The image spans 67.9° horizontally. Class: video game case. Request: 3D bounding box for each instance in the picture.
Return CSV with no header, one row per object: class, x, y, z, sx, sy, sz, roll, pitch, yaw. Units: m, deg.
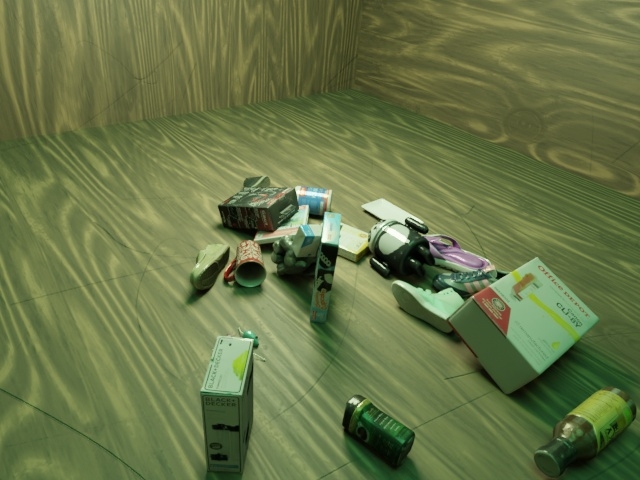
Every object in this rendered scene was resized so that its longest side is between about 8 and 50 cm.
video game case,-0.157,-0.070,1.994,0.204,0.025,0.285,-8,26,7

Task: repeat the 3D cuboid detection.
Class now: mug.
mug,-0.279,0.078,1.744,0.151,0.113,0.169,0,30,-11

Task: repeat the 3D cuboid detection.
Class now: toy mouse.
toy mouse,-0.249,0.307,1.461,0.161,0.031,0.143,1,33,-7

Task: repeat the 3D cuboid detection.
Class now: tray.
tray,0.329,-0.112,2.194,0.145,0.030,0.270,-20,40,-35

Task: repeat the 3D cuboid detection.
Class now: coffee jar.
coffee jar,0.141,0.474,1.199,0.185,0.096,0.079,28,36,30

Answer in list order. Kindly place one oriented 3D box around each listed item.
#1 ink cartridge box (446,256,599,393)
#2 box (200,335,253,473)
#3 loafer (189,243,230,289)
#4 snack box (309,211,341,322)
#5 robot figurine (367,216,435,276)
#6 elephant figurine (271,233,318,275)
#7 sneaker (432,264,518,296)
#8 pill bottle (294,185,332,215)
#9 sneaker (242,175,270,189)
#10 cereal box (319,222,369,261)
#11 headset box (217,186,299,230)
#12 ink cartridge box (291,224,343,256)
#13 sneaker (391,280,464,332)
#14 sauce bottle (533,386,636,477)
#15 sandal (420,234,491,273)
ink cartridge box,0.634,0.250,1.485,0.385,0.160,0.279,-21,62,-35
box,-0.211,0.386,1.109,0.087,0.289,0.169,5,32,0
loafer,-0.413,0.091,1.721,0.092,0.101,0.268,9,24,9
snack box,0.015,0.091,1.566,0.060,0.321,0.187,8,33,-1
robot figurine,0.308,0.026,1.845,0.209,0.173,0.278,-20,41,-33
elephant figurine,-0.050,0.049,1.796,0.240,0.169,0.185,-3,60,-41
sneaker,0.580,0.137,1.751,0.320,0.131,0.112,5,33,1
pill bottle,-0.062,-0.183,2.163,0.222,0.124,0.124,7,33,2
sneaker,-0.342,-0.233,2.263,0.118,0.083,0.222,3,35,33
cereal box,0.090,-0.006,1.979,0.240,0.047,0.173,23,37,26
headset box,-0.247,-0.140,2.015,0.294,0.110,0.218,4,29,29
ink cartridge box,0.000,0.000,1.672,0.180,0.104,0.060,-2,45,-31
sneaker,0.379,0.201,1.656,0.256,0.094,0.151,35,48,23
sauce bottle,0.685,0.498,1.233,0.345,0.111,0.111,-19,40,-29
sandal,0.494,0.028,1.934,0.417,0.102,0.169,19,35,21
